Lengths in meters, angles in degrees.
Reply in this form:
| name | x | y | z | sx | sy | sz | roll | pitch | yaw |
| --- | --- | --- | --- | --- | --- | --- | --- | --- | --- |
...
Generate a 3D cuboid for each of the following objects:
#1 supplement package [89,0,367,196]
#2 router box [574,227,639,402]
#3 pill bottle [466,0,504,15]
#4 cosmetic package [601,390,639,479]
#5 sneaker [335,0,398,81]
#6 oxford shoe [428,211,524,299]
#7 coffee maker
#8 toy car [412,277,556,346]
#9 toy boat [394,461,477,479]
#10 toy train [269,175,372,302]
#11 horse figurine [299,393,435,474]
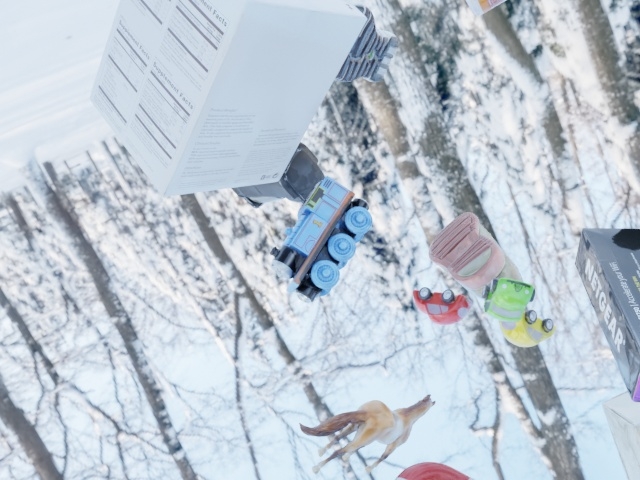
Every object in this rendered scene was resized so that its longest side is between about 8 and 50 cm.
| name | x | y | z | sx | sy | sz | roll | pitch | yaw |
| --- | --- | --- | --- | --- | --- | --- | --- | --- | --- |
| supplement package | -0.122 | -0.224 | 0.810 | 0.199 | 0.198 | 0.263 | -14 | 145 | -47 |
| router box | 0.298 | 0.053 | 0.531 | 0.133 | 0.046 | 0.179 | 1 | -147 | 6 |
| pill bottle | 0.295 | -0.433 | 0.943 | 0.216 | 0.121 | 0.121 | -27 | -169 | 20 |
| cosmetic package | 0.647 | 0.415 | 1.176 | 0.160 | 0.310 | 0.113 | -22 | -171 | -4 |
| sneaker | 0.004 | -0.312 | 0.975 | 0.106 | 0.162 | 0.281 | -61 | 165 | 13 |
| oxford shoe | 0.344 | 0.050 | 1.447 | 0.140 | 0.146 | 0.397 | -44 | -168 | 14 |
| coffee maker | -0.105 | -0.137 | 1.319 | 0.171 | 0.120 | 0.178 | 18 | 168 | -42 |
| toy car | 0.263 | 0.108 | 0.994 | 0.238 | 0.053 | 0.225 | 14 | 163 | 4 |
| toy boat | 0.189 | 0.355 | 0.811 | 0.231 | 0.151 | 0.151 | 18 | -135 | 30 |
| toy train | 0.000 | 0.000 | 0.959 | 0.184 | 0.105 | 0.080 | -57 | 179 | -19 |
| horse figurine | 0.082 | 0.315 | 1.072 | 0.174 | 0.263 | 0.066 | -44 | -128 | 14 |
